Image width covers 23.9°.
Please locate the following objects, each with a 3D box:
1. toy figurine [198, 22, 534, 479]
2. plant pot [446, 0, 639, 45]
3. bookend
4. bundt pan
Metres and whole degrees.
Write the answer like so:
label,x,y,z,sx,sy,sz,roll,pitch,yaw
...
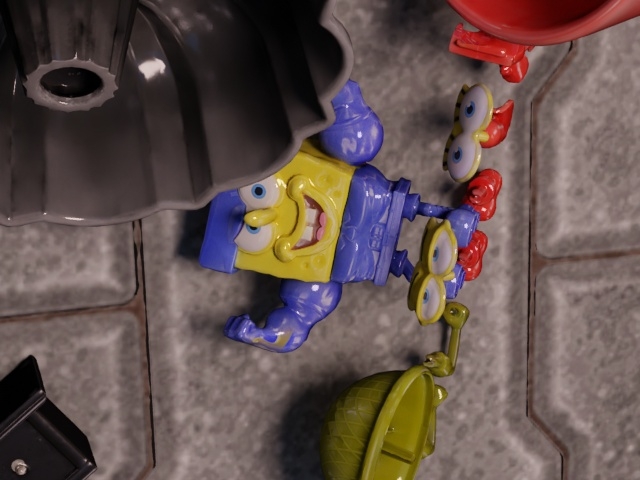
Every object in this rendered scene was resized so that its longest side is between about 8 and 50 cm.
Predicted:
label,x,y,z,sx,sy,sz,roll,pitch,yaw
toy figurine,0.000,0.000,1.066,0.217,0.191,0.362,16,110,11
plant pot,0.213,-0.271,0.954,0.243,0.275,0.275,-12,109,-35
bookend,-0.208,0.195,1.066,0.156,0.072,0.157,-41,112,-2
bundt pan,-0.150,-0.140,0.890,0.331,0.331,0.124,2,61,-16
